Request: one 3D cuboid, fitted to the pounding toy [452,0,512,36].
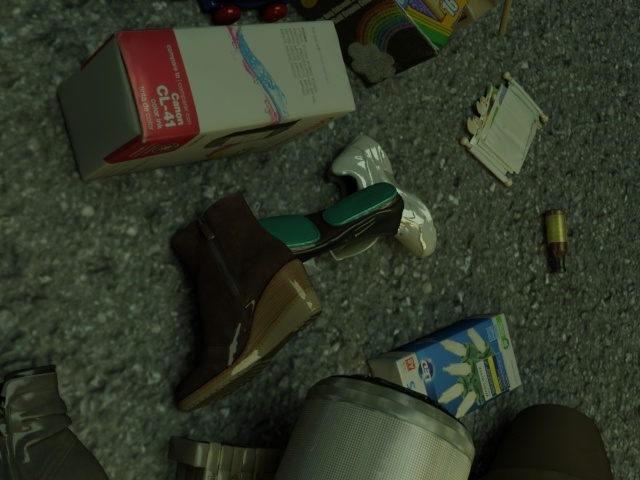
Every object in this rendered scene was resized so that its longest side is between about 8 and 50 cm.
[{"bbox_3d":[0.256,-0.423,1.247,0.094,0.206,0.181,-40,105,-33],"label":"pounding toy"}]

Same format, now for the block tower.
[{"bbox_3d":[-0.042,0.332,0.970,0.336,0.091,0.097,17,71,-31],"label":"block tower"}]

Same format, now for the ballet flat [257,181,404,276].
[{"bbox_3d":[0.000,0.000,1.042,0.281,0.095,0.096,-17,125,-13],"label":"ballet flat"}]

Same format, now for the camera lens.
[{"bbox_3d":[0.049,0.315,0.845,0.219,0.219,0.274,35,64,-25],"label":"camera lens"}]

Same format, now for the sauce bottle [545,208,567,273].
[{"bbox_3d":[0.476,0.002,1.426,0.042,0.042,0.128,8,77,-34],"label":"sauce bottle"}]

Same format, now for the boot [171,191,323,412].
[{"bbox_3d":[-0.138,0.083,0.947,0.248,0.090,0.207,-41,74,5],"label":"boot"}]

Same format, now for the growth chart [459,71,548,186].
[{"bbox_3d":[0.366,-0.227,1.403,0.172,0.021,0.237,45,60,-20],"label":"growth chart"}]

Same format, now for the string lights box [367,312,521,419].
[{"bbox_3d":[0.211,0.221,1.176,0.260,0.077,0.133,-17,92,-36],"label":"string lights box"}]

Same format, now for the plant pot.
[{"bbox_3d":[0.383,0.408,1.187,0.263,0.263,0.229,47,40,-19],"label":"plant pot"}]

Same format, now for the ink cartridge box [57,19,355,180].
[{"bbox_3d":[-0.144,-0.179,0.908,0.306,0.226,0.131,-14,90,-35],"label":"ink cartridge box"}]

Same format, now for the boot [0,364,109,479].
[{"bbox_3d":[-0.389,0.291,0.733,0.338,0.118,0.222,-35,99,-46],"label":"boot"}]

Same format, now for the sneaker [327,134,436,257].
[{"bbox_3d":[0.091,-0.050,1.147,0.115,0.090,0.232,-43,97,-26],"label":"sneaker"}]

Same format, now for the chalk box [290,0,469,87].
[{"bbox_3d":[0.076,-0.428,1.137,0.289,0.180,0.179,44,60,-22],"label":"chalk box"}]

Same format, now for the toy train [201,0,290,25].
[{"bbox_3d":[-0.125,-0.382,1.008,0.248,0.143,0.105,-18,91,-36],"label":"toy train"}]
